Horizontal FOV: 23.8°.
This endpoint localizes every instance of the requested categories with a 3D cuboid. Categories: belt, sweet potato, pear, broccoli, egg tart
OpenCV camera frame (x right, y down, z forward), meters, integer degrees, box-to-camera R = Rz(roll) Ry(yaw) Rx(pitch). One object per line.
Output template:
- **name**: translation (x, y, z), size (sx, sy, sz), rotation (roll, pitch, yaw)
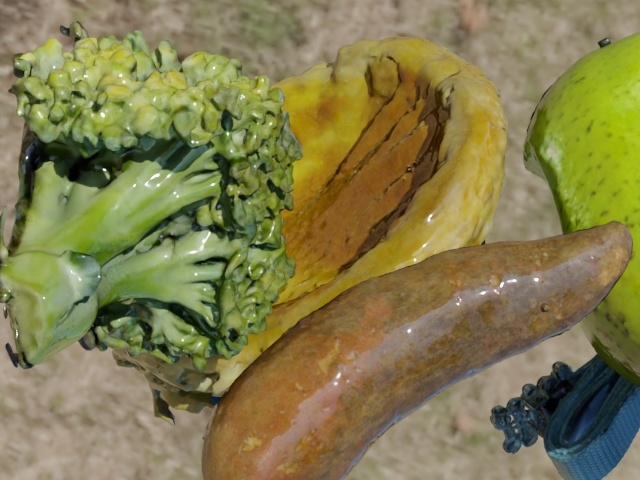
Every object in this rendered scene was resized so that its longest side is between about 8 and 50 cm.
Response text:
- **belt**: translation (0.237, 0.119, 1.275), size (0.179, 0.100, 0.065), rotation (-45, 132, -20)
- **sweet potato**: translation (0.047, 0.062, 0.883), size (0.292, 0.097, 0.097), rotation (-34, 142, -6)
- **pear**: translation (0.254, 0.016, 1.111), size (0.292, 0.159, 0.292), rotation (-22, 90, -79)
- **broccoli**: translation (-0.099, -0.021, 0.999), size (0.273, 0.180, 0.242), rotation (-89, 169, -64)
- **egg tart**: translation (0.000, 0.000, 1.241), size (0.169, 0.388, 0.388), rotation (49, 63, -35)
